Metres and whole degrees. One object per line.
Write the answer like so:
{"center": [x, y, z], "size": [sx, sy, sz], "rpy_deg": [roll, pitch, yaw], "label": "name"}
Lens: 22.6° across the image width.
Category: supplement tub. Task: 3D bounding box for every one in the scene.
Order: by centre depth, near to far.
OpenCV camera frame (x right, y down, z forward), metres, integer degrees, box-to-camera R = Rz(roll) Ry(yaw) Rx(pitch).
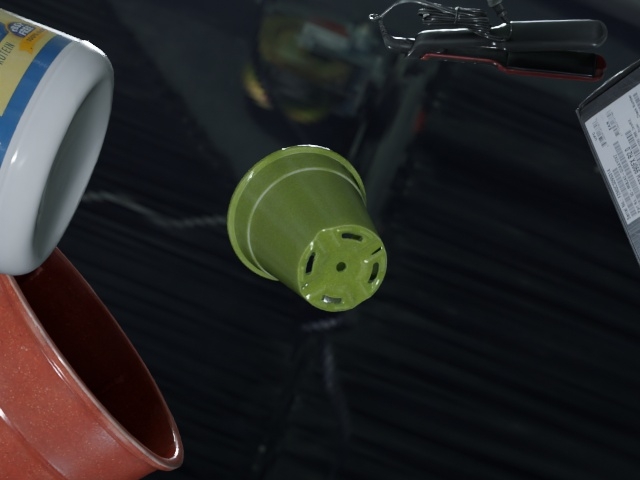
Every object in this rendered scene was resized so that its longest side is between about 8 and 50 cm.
{"center": [-0.235, -0.077, 0.929], "size": [0.144, 0.200, 0.144], "rpy_deg": [21, -90, -88], "label": "supplement tub"}

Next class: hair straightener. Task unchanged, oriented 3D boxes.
{"center": [0.156, -0.205, 1.510], "size": [0.089, 0.230, 0.047], "rpy_deg": [86, -160, -45], "label": "hair straightener"}

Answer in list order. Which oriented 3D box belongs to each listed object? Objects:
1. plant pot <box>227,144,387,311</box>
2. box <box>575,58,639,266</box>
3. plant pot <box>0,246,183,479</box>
{"center": [0.000, 0.000, 0.877], "size": [0.083, 0.083, 0.079], "rpy_deg": [-68, 27, 15], "label": "plant pot"}
{"center": [0.212, 0.039, 0.625], "size": [0.056, 0.183, 0.231], "rpy_deg": [-36, 64, 39], "label": "box"}
{"center": [-0.301, 0.153, 1.345], "size": [0.265, 0.272, 0.272], "rpy_deg": [-36, 4, 3], "label": "plant pot"}
